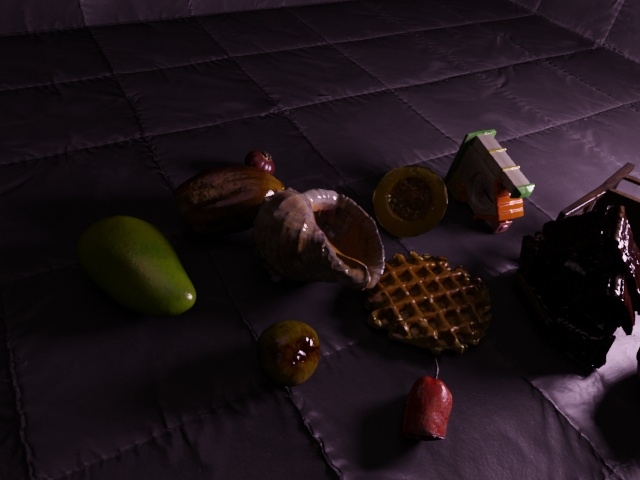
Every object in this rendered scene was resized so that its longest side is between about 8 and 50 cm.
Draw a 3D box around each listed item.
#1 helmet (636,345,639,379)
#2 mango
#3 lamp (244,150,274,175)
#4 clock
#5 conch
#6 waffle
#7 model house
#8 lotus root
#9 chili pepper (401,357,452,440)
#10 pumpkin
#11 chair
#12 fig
[{"bbox_3d":[0.820,0.293,1.054,0.253,0.154,0.198,-2,22,-35],"label":"helmet"},{"bbox_3d":[-0.423,0.061,1.117,0.343,0.156,0.192,35,59,20],"label":"mango"},{"bbox_3d":[-0.192,-0.238,1.494,0.101,0.090,0.101,35,16,-12],"label":"lamp"},{"bbox_3d":[0.504,-0.165,1.432,0.106,0.219,0.255,-11,55,-17],"label":"clock"},{"bbox_3d":[-0.007,0.008,1.205,0.297,0.210,0.352,-35,78,-36],"label":"conch"},{"bbox_3d":[0.266,0.142,1.187,0.325,0.068,0.302,21,46,12],"label":"waffle"},{"bbox_3d":[0.628,0.078,1.146,0.297,0.282,0.317,27,47,18],"label":"model house"},{"bbox_3d":[-0.242,-0.107,1.304,0.291,0.193,0.193,-16,49,-14],"label":"lotus root"},{"bbox_3d":[0.226,0.327,0.985,0.086,0.084,0.192,27,50,-4],"label":"chili pepper"},{"bbox_3d":[0.273,-0.115,1.407,0.217,0.217,0.110,31,10,22],"label":"pumpkin"},{"bbox_3d":[0.865,-0.035,1.354,0.416,0.203,0.241,-28,52,-30],"label":"chair"},{"bbox_3d":[-0.067,0.235,1.009,0.136,0.121,0.153,55,30,-6],"label":"fig"}]
